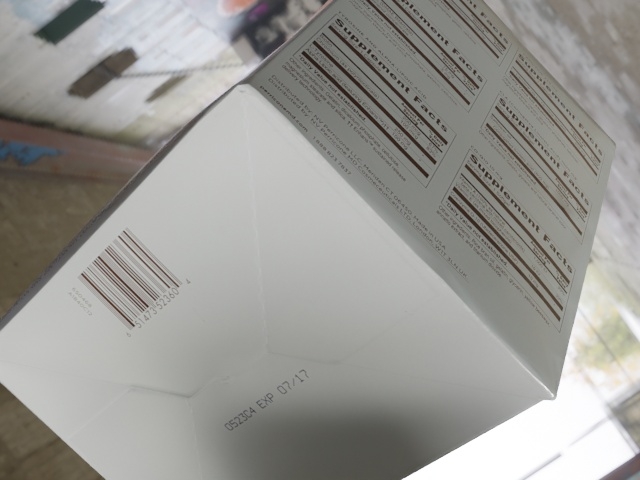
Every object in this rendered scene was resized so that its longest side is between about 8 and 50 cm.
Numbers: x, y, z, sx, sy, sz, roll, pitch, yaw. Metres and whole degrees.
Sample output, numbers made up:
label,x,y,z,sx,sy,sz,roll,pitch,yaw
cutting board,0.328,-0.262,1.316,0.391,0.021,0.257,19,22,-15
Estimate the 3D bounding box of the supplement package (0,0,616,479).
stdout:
label,x,y,z,sx,sy,sz,roll,pitch,yaw
supplement package,0.000,0.000,0.445,0.149,0.194,0.203,46,-144,-8
